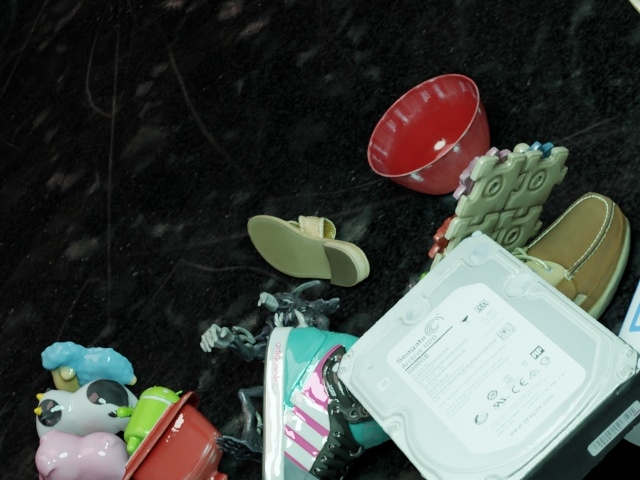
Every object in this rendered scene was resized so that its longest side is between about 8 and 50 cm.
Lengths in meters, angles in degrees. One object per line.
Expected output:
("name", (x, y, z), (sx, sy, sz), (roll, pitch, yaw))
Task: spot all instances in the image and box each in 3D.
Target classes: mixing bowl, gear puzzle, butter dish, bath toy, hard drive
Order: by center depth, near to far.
("hard drive", (0.172, 0.142, 1.480), (0.237, 0.064, 0.339), (-43, 32, -1))
("gear puzzle", (0.173, 0.026, 1.694), (0.044, 0.175, 0.339), (43, 126, 33))
("butter dish", (-0.176, 0.293, 1.881), (0.160, 0.118, 0.160), (-55, -7, -11))
("mixing bowl", (0.166, -0.131, 1.974), (0.181, 0.098, 0.181), (-28, 38, 24))
("bath toy", (-0.348, 0.296, 2.042), (0.151, 0.129, 0.348), (-33, 36, 17))

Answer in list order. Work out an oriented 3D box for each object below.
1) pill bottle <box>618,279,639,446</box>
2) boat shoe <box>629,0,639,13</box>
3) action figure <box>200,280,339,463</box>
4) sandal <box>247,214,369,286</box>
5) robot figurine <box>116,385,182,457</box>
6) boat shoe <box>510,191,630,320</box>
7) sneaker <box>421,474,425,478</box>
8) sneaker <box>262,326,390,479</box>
("pill bottle", (0.373, 0.103, 1.477), (0.124, 0.124, 0.221), (-1, 53, 46))
("boat shoe", (0.447, -0.353, 1.944), (0.059, 0.063, 0.170), (-36, 33, 24))
("action figure", (-0.061, 0.148, 1.885), (0.164, 0.141, 0.276), (-24, 42, 31))
("sandal", (0.001, 0.006, 2.050), (0.079, 0.088, 0.240), (-27, 29, -34))
("robot figurine", (-0.235, 0.257, 2.015), (0.101, 0.067, 0.115), (8, 56, 19))
("boat shoe", (0.237, 0.072, 1.659), (0.324, 0.120, 0.122), (-53, 33, -11))
("sneaker", (0.150, 0.272, 1.611), (0.070, 0.051, 0.134), (-52, 39, 47))
("sneaker", (0.030, 0.244, 1.707), (0.178, 0.124, 0.295), (-4, 74, 12))
